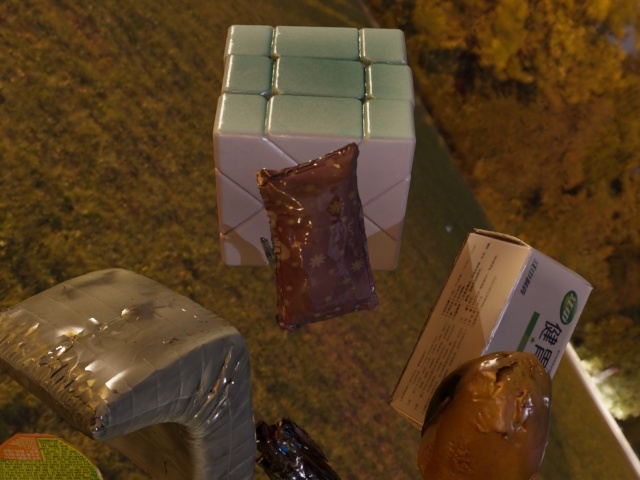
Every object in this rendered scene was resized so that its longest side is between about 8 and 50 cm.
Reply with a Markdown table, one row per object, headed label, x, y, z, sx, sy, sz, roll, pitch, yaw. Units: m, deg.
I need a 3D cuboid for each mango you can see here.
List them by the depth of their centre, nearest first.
| label | x | y | z | sx | sy | sz | roll | pitch | yaw |
| --- | --- | --- | --- | --- | --- | --- | --- | --- | --- |
| mango | 0.208 | 0.235 | 1.015 | 0.151 | 0.248 | 0.156 | 32 | 38 | 23 |

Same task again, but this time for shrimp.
| label | x | y | z | sx | sy | sz | roll | pitch | yaw |
| --- | --- | --- | --- | --- | --- | --- | --- | --- | --- |
| shrimp | -0.051 | 0.358 | 0.991 | 0.054 | 0.222 | 0.290 | 14 | -48 | 60 |

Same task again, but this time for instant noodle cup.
| label | x | y | z | sx | sy | sz | roll | pitch | yaw |
| --- | --- | --- | --- | --- | --- | --- | --- | --- | --- |
| instant noodle cup | -0.402 | 0.381 | 1.094 | 0.168 | 0.185 | 0.168 | 32 | 19 | -13 |

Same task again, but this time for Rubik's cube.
| label | x | y | z | sx | sy | sz | roll | pitch | yaw |
| --- | --- | --- | --- | --- | --- | --- | --- | --- | --- |
| Rubik's cube | -0.012 | -0.162 | 1.439 | 0.318 | 0.322 | 0.315 | 93 | -2 | -46 |

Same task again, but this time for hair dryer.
| label | x | y | z | sx | sy | sz | roll | pitch | yaw |
| --- | --- | --- | --- | --- | --- | --- | --- | --- | --- |
| hair dryer | -0.062 | 0.033 | 1.417 | 0.167 | 0.068 | 0.199 | -75 | 154 | -54 |

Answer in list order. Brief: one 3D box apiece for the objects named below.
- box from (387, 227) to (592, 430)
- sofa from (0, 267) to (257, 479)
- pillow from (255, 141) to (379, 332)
| label | x | y | z | sx | sy | sz | roll | pitch | yaw |
| --- | --- | --- | --- | --- | --- | --- | --- | --- | --- |
| box | 0.271 | 0.161 | 1.292 | 0.173 | 0.332 | 0.145 | 28 | -5 | -35 |
| sofa | -0.185 | 0.165 | 0.784 | 0.210 | 0.225 | 0.176 | 25 | 39 | 34 |
| pillow | 0.000 | 0.000 | 0.848 | 0.043 | 0.118 | 0.184 | -148 | -134 | -71 |
